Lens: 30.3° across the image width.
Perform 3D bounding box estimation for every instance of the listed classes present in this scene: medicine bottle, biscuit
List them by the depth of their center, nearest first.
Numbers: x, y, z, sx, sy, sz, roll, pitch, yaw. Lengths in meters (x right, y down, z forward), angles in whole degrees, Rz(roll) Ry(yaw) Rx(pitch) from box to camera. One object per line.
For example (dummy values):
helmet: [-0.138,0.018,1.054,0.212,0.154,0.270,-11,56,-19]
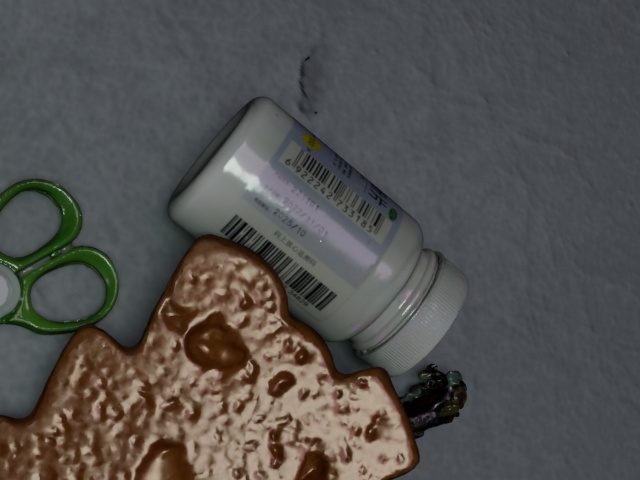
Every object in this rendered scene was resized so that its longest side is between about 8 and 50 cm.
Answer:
biscuit: [-0.093,0.153,0.695,0.306,0.043,0.284,-19,83,-6]
medicine bottle: [0.000,0.000,0.776,0.186,0.103,0.103,39,66,-11]

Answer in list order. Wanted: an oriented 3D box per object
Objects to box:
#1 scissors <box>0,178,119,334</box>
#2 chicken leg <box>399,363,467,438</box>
scissors: [-0.223,0.042,0.708,0.204,0.027,0.101,-31,91,-28]
chicken leg: [0.003,0.166,0.768,0.106,0.051,0.253,46,67,-10]
